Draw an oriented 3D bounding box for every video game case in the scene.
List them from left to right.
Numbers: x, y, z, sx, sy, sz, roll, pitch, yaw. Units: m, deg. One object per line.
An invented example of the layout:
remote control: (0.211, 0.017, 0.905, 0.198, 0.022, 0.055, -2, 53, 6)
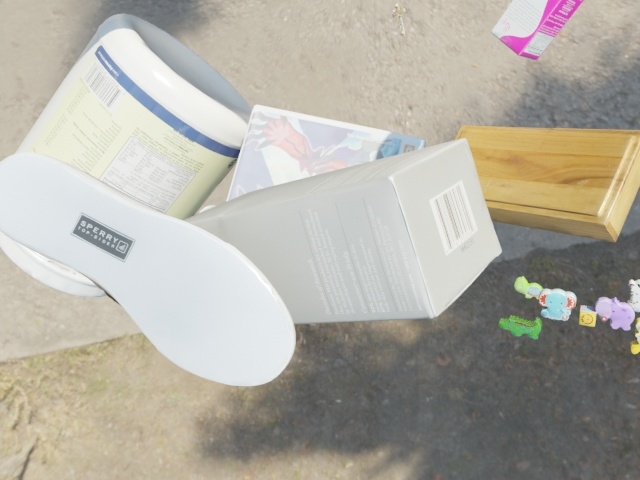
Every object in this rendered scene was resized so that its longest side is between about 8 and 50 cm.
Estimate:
video game case: (0.000, -0.047, 0.630, 0.201, 0.023, 0.184, 12, 77, 6)

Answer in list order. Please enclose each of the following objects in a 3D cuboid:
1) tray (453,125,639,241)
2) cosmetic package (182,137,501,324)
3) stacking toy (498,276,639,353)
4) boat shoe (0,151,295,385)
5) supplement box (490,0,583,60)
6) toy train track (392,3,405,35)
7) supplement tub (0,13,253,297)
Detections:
tray: (0.433, -0.135, 1.192, 0.076, 0.410, 0.203, 37, 76, -40)
cosmetic package: (0.000, 0.000, 0.458, 0.238, 0.127, 0.107, -12, 102, 41)
stacking toy: (0.389, 0.098, 0.845, 0.221, 0.167, 0.052, 6, 109, 24)
boat shoe: (-0.115, 0.018, 0.387, 0.228, 0.076, 0.080, 27, 87, 7)
supplement box: (0.559, -0.586, 1.450, 0.111, 0.114, 0.220, 54, 128, 26)
toy train track: (0.210, -0.593, 1.535, 0.048, 0.014, 0.083, -7, 100, 53)
supplement tub: (-0.265, -0.105, 0.776, 0.235, 0.235, 0.325, 38, 106, -14)
